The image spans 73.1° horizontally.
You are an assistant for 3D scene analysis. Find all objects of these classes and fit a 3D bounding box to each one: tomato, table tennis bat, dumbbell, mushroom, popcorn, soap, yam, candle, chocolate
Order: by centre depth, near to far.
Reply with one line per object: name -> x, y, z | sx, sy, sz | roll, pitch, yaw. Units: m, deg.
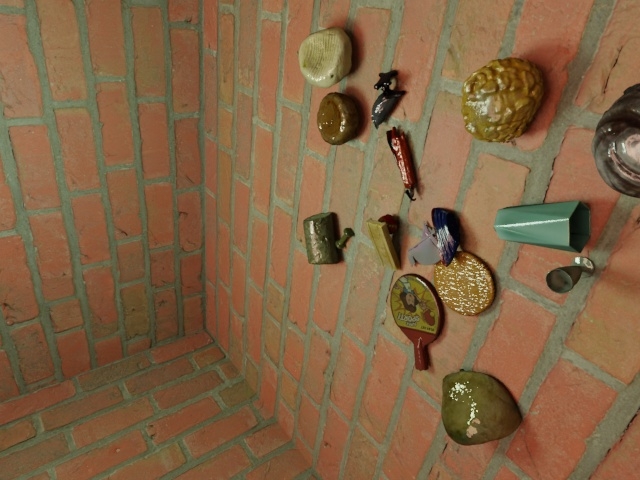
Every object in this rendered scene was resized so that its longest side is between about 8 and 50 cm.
chocolate -> 0.761, -0.223, 0.994 | 0.303, 0.212, 0.304 | 23, 120, 46
popcorn -> 0.522, -0.410, 1.273 | 0.250, 0.190, 0.251 | 23, 127, 35
mushroom -> 0.545, 0.619, 1.614 | 0.218, 0.211, 0.292 | 63, 150, 2
candle -> 0.321, -0.297, 1.682 | 0.084, 0.059, 0.302 | -18, 86, 66
tomato -> 0.281, -0.068, 1.801 | 0.087, 0.087, 0.075 | 45, 105, 34
soap -> 0.264, 0.021, 1.806 | 0.092, 0.037, 0.252 | 21, 144, 47
table tennis bat -> 0.406, 0.341, 1.815 | 0.268, 0.051, 0.416 | 2, 101, 53
dumbbell -> 0.114, -0.010, 2.072 | 0.052, 0.046, 0.118 | 62, 142, 26
yam -> 0.000, 0.000, 2.138 | 0.161, 0.161, 0.268 | 5, 104, 52

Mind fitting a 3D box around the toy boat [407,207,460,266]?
toy boat -> 0.421, 0.029, 1.637 | 0.219, 0.071, 0.318 | -110, 32, -41

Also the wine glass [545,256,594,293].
wine glass -> 0.710, 0.098, 1.225 | 0.073, 0.155, 0.074 | 22, 118, 48

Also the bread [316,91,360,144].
bread -> 0.081, -0.524, 1.863 | 0.230, 0.122, 0.230 | 28, 124, 52

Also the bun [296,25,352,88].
bun -> 0.031, -0.762, 1.807 | 0.259, 0.160, 0.260 | -2, 86, 32

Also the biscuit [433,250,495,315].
biscuit -> 0.526, 0.158, 1.594 | 0.253, 0.035, 0.254 | 21, 118, 47

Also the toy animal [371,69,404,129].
toy animal -> 0.261, -0.536, 1.676 | 0.117, 0.121, 0.210 | 7, 137, 6

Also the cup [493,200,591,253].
cup -> 0.653, -0.048, 1.284 | 0.235, 0.148, 0.134 | 10, 78, 56
